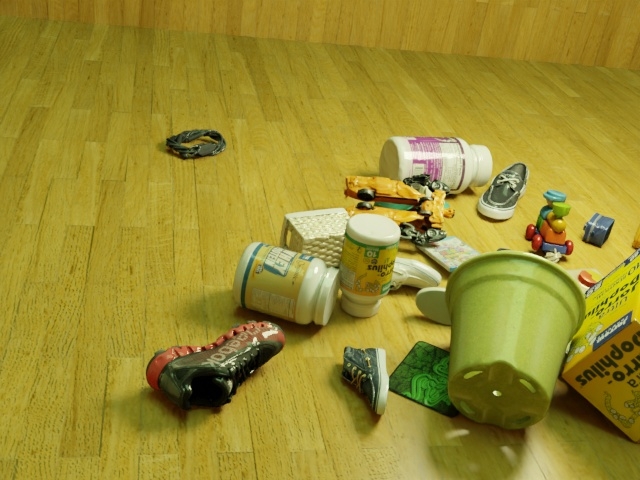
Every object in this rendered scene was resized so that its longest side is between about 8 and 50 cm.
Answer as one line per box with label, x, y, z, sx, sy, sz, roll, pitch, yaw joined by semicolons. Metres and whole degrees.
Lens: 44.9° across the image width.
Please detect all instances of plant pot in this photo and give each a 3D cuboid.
plant pot;0.351;0.204;1.463;0.276;0.276;0.254;14;44;10

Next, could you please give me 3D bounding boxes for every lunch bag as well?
lunch bag;0.766;-0.031;2.146;0.065;0.067;0.098;25;34;26

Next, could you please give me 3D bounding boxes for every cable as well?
cable;-0.372;-0.292;2.328;0.151;0.047;0.184;21;34;31

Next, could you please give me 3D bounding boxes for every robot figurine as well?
robot figurine;0.200;-0.082;2.004;0.291;0.085;0.211;8;63;4

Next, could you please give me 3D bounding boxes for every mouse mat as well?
mouse mat;0.229;0.270;1.538;0.153;0.007;0.190;22;33;21

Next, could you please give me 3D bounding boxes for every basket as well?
basket;0.000;0.000;1.840;0.167;0.113;0.103;-8;36;-27

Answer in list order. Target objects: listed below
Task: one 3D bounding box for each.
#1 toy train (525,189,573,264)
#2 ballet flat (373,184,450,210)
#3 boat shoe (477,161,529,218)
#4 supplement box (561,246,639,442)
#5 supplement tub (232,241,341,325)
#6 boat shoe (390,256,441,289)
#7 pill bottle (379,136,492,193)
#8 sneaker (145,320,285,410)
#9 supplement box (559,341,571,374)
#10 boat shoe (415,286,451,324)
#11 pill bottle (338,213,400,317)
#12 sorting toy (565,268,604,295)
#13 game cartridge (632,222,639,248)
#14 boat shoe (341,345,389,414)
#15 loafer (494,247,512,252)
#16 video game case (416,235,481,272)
toy train;0.614;-0.033;2.005;0.105;0.143;0.248;9;20;1
ballet flat;0.260;-0.111;2.130;0.247;0.087;0.083;-6;30;-25
boat shoe;0.545;-0.153;2.265;0.108;0.102;0.301;23;32;23
supplement box;0.641;0.188;1.540;0.195;0.194;0.356;41;35;3
supplement tub;-0.069;0.093;1.624;0.200;0.144;0.144;15;30;11
boat shoe;0.164;0.081;1.797;0.226;0.083;0.075;18;61;7
pill bottle;0.337;-0.218;2.254;0.302;0.169;0.169;-1;31;-18
sneaker;-0.168;0.231;1.406;0.276;0.097;0.135;-16;37;-33
supplement box;0.512;0.232;1.630;0.083;0.056;0.083;-20;40;-40
boat shoe;0.318;0.143;1.725;0.228;0.079;0.081;11;20;-6
pill bottle;0.099;0.057;1.668;0.118;0.208;0.117;7;29;-4
sorting toy;0.638;0.122;1.874;0.193;0.038;0.208;-2;31;-19
game cartridge;0.982;-0.145;2.185;0.053;0.285;0.324;27;34;28
boat shoe;0.082;0.263;1.459;0.083;0.065;0.183;6;23;-2
loafer;0.474;0.090;1.826;0.109;0.095;0.302;4;30;-4
video game case;0.332;0.032;1.944;0.119;0.015;0.166;-8;25;-22
